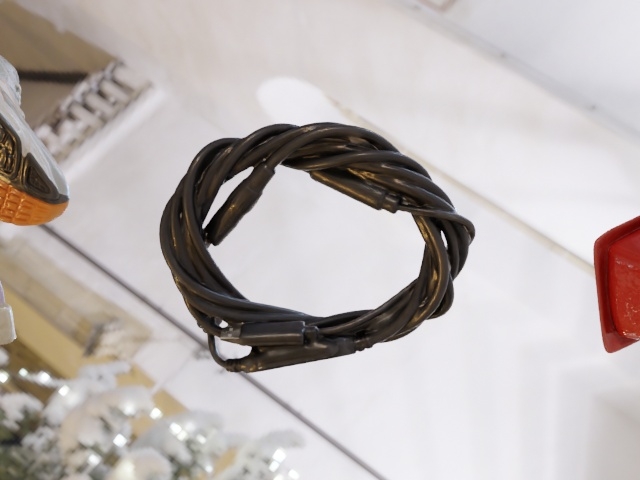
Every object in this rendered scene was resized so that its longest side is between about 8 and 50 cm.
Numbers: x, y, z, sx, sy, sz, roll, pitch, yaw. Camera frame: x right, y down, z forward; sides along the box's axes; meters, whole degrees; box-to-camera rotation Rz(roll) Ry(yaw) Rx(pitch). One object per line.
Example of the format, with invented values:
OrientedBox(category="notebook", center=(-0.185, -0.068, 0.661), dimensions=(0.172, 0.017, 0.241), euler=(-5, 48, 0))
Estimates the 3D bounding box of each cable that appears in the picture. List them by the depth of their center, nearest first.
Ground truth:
OrientedBox(category="cable", center=(0.000, 0.000, 0.737), dimensions=(0.047, 0.184, 0.151), euler=(-64, -38, -74))

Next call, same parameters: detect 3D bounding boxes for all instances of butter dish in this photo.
OrientedBox(category="butter dish", center=(0.412, 0.051, 1.436), dimensions=(0.159, 0.118, 0.160), euler=(-23, -66, -28))

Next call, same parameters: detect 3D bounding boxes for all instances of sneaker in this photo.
OrientedBox(category="sneaker", center=(-0.305, -0.123, 1.132), dimensions=(0.121, 0.262, 0.099), euler=(-24, -25, -55))

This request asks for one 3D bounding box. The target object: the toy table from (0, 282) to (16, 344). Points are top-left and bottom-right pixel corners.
OrientedBox(category="toy table", center=(-0.360, 0.068, 0.893), dimensions=(0.274, 0.161, 0.252), euler=(-21, -78, -22))
